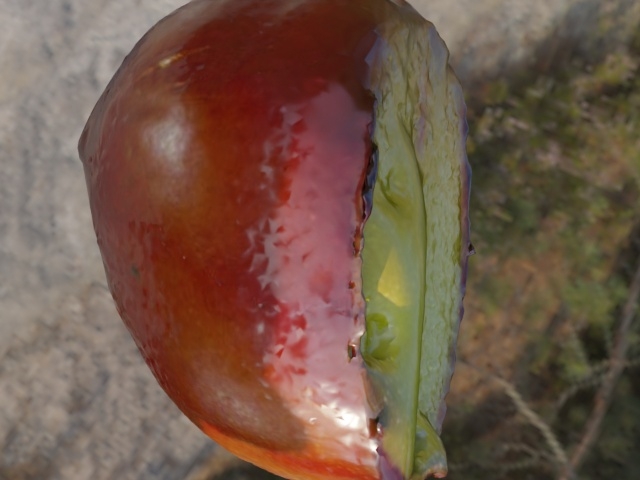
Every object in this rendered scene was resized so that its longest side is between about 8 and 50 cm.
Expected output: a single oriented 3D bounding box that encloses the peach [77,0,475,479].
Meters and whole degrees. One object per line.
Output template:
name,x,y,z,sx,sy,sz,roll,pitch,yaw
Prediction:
peach,0.000,0.000,1.007,0.281,0.338,0.281,-26,153,-14
